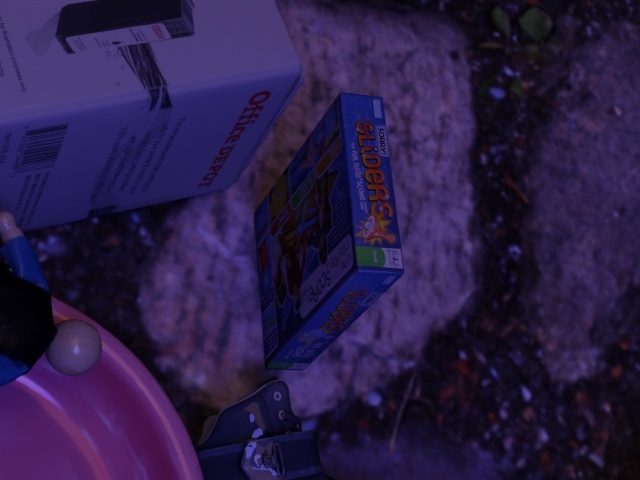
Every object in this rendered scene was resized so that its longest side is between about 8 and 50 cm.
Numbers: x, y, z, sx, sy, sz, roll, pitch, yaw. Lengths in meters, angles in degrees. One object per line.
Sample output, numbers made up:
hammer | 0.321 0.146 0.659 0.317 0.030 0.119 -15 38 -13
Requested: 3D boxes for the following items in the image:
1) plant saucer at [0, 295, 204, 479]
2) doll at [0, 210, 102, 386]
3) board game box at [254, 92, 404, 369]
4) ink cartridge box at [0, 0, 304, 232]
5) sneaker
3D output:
plant saucer | -0.233 0.183 0.811 0.332 0.084 0.332 15 58 -26
doll | -0.224 0.034 0.816 0.189 0.046 0.129 27 54 -18
board game box | 0.000 0.000 0.946 0.035 0.201 0.136 4 66 -20
ink cartridge box | -0.176 -0.100 0.924 0.273 0.197 0.114 -13 71 -27
sneaker | 0.012 0.175 0.936 0.226 0.086 0.163 -4 71 -22
